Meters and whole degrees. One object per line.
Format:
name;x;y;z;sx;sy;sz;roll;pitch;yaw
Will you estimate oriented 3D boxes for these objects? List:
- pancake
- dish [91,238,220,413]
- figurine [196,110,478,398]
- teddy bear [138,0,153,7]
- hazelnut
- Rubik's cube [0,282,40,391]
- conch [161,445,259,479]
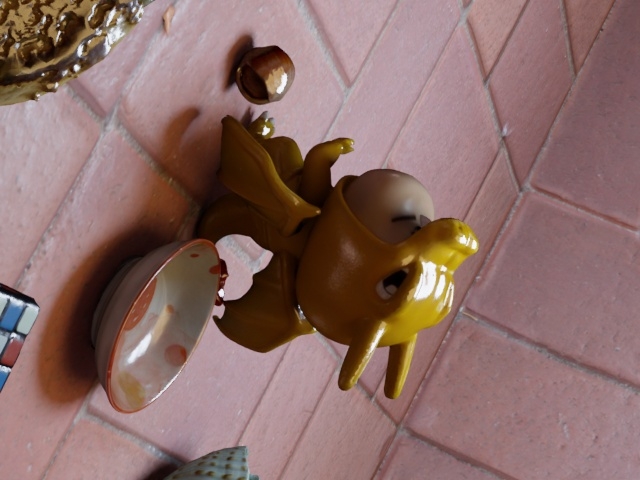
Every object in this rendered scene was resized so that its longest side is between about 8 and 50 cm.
pancake;-0.317;-0.235;1.439;0.266;0.057;0.244;-37;127;-15
dish;-0.241;0.101;2.049;0.260;0.085;0.260;-52;158;-31
figurine;0.002;0.024;2.156;0.268;0.387;0.401;-25;141;-41
teddy bear;-0.116;-0.461;1.591;0.367;0.224;0.357;-78;162;-63
hazelnut;-0.077;-0.230;2.097;0.086;0.086;0.086;-52;156;-34
Rubik's cube;-0.412;0.090;1.450;0.184;0.187;0.182;-65;160;-7
conch;-0.201;0.479;2.407;0.303;0.215;0.319;100;-8;-47
